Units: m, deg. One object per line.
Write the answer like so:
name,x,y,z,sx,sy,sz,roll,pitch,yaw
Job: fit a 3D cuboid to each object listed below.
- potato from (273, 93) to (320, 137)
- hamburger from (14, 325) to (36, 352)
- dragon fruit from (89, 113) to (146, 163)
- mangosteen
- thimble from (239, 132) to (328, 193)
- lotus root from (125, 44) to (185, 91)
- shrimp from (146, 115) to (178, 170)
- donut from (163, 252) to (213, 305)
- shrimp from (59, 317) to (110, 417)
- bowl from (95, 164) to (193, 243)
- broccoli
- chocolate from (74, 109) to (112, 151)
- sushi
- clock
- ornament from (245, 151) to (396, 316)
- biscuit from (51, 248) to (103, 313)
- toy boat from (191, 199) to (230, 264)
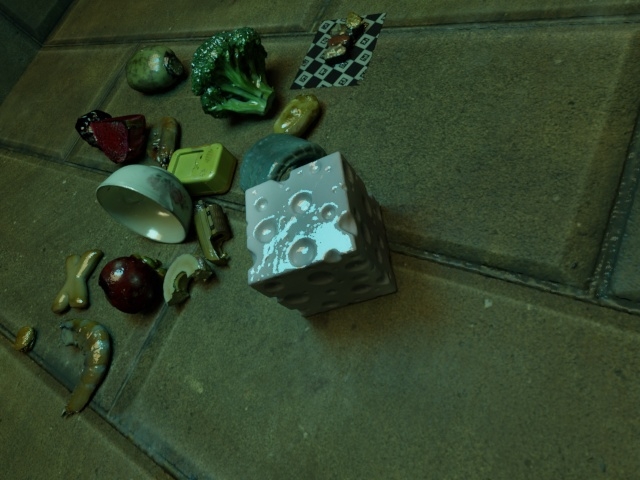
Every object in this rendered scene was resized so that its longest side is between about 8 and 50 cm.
potato,-0.070,-0.360,1.314,0.170,0.080,0.107,-53,41,-3
hamburger,-0.974,0.325,1.478,0.076,0.044,0.083,-18,55,19
dragon fruit,-0.711,-0.388,1.635,0.261,0.163,0.189,10,58,41
mangosteen,-0.530,0.113,1.279,0.166,0.166,0.180,19,45,35
thimble,-0.085,-0.168,1.154,0.235,0.199,0.143,-26,41,-34
lotus root,-0.674,-0.665,1.768,0.309,0.173,0.173,1,66,37
shrimp,-0.566,-0.328,1.580,0.152,0.063,0.287,-24,53,19
donut,-0.372,0.099,1.241,0.166,0.065,0.108,-44,50,15
shrimp,-0.683,0.344,1.307,0.185,0.068,0.287,-27,65,19
bowl,-0.493,-0.122,1.317,0.276,0.277,0.145,-1,53,29
broccoli,-0.261,-0.512,1.407,0.275,0.308,0.308,30,80,2
chocolate,-0.844,-0.407,1.743,0.156,0.156,0.133,-44,70,2
sushi,0.047,-0.605,1.393,0.263,0.050,0.290,10,71,33
clock,-0.373,-0.216,1.395,0.202,0.096,0.144,-2,62,27
ornament,0.000,0.000,0.987,0.239,0.239,0.240,-20,58,21
biscuit,-0.811,0.132,1.486,0.164,0.047,0.208,-12,60,22
toy boat,-0.304,-0.026,1.275,0.088,0.068,0.226,-30,55,8
